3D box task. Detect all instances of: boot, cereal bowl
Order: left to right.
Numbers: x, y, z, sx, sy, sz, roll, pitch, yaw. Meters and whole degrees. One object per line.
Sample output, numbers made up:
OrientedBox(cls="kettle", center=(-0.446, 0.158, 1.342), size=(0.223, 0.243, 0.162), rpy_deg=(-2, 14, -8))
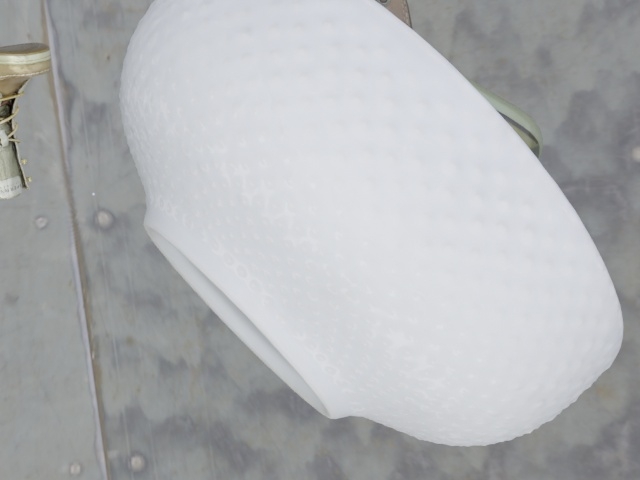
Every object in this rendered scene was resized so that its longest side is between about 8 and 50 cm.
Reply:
OrientedBox(cls="boot", center=(-0.354, -0.128, 1.155), size=(0.077, 0.213, 0.165), rpy_deg=(-18, 102, -45))
OrientedBox(cls="cereal bowl", center=(0.000, 0.000, 0.617), size=(0.141, 0.339, 0.339), rpy_deg=(-44, 100, -10))

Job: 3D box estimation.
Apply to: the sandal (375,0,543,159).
OrientedBox(cls="sandal", center=(0.024, -0.142, 0.712), size=(0.303, 0.120, 0.086), rpy_deg=(32, 72, -11))
